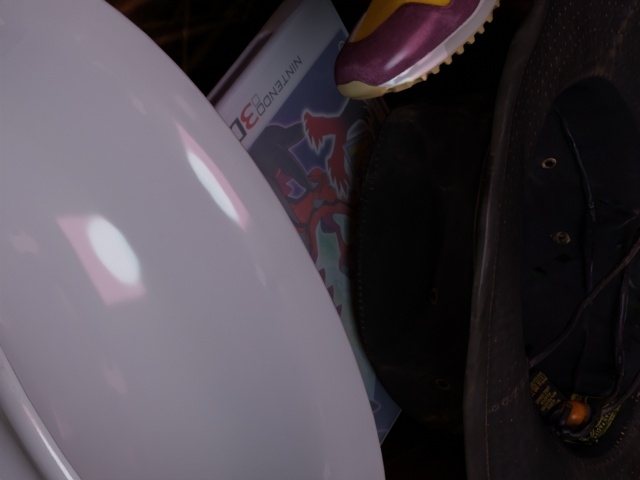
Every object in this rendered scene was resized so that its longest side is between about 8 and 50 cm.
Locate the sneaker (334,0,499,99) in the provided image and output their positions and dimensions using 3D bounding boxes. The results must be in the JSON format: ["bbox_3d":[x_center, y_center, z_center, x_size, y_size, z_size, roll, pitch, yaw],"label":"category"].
[{"bbox_3d":[0.053,-0.146,0.895,0.084,0.069,0.185,48,67,-21],"label":"sneaker"}]

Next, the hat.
[{"bbox_3d":[0.096,0.005,1.003,0.331,0.134,0.331,-22,117,-54],"label":"hat"}]

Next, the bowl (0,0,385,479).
[{"bbox_3d":[-0.107,0.047,0.785,0.134,0.298,0.298,-28,121,19],"label":"bowl"}]

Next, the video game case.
[{"bbox_3d":[0.000,0.000,1.006,0.201,0.023,0.183,60,43,-26],"label":"video game case"}]
